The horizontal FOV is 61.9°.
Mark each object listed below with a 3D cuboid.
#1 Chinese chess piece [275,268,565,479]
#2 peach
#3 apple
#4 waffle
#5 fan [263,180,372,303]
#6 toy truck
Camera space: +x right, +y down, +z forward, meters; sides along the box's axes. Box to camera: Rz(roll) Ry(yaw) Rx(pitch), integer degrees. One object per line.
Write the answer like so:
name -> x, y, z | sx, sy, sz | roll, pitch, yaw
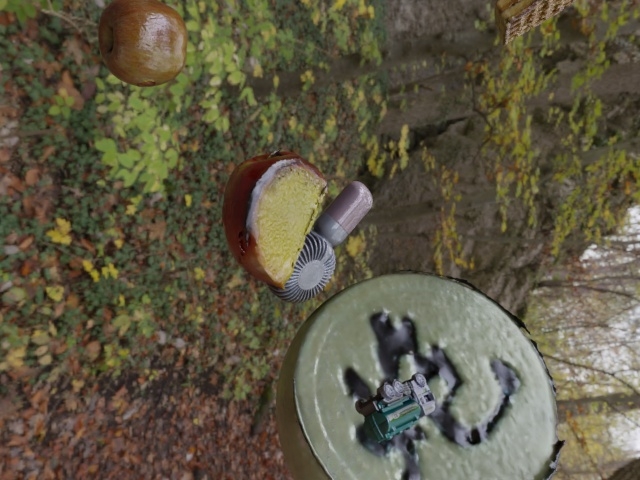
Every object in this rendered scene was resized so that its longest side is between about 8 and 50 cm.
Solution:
Chinese chess piece -> 0.119, 0.206, 0.679 | 0.146, 0.350, 0.349 | 103, -18, -55
peach -> -0.065, -0.030, 0.671 | 0.093, 0.127, 0.172 | 22, -69, 43
apple -> -0.421, -0.472, 1.273 | 0.211, 0.188, 0.210 | 9, -78, 48
waffle -> 0.332, -0.362, 0.795 | 0.042, 0.148, 0.102 | 62, 17, 8
fan -> 0.000, 0.000, 0.918 | 0.074, 0.244, 0.130 | 35, -9, 43
toy truck -> 0.069, 0.149, 0.478 | 0.083, 0.039, 0.044 | 0, 56, -48
